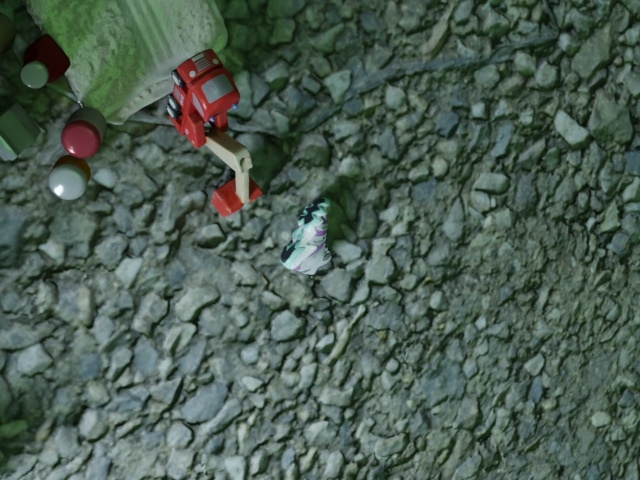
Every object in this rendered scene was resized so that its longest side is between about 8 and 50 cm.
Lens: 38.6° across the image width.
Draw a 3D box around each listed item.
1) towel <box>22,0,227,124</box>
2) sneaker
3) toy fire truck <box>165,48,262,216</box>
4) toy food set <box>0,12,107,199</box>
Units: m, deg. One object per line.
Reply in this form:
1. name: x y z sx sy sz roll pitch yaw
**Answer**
1. towel: -0.222 -0.277 0.950 0.187 0.049 0.282 -35 114 -19
2. sneaker: 0.000 0.000 1.132 0.069 0.038 0.098 30 95 -31
3. toy fire truck: -0.110 -0.110 0.992 0.047 0.192 0.135 -34 85 -19
4. toy food set: -0.295 -0.135 0.886 0.111 0.104 0.232 -31 113 8
